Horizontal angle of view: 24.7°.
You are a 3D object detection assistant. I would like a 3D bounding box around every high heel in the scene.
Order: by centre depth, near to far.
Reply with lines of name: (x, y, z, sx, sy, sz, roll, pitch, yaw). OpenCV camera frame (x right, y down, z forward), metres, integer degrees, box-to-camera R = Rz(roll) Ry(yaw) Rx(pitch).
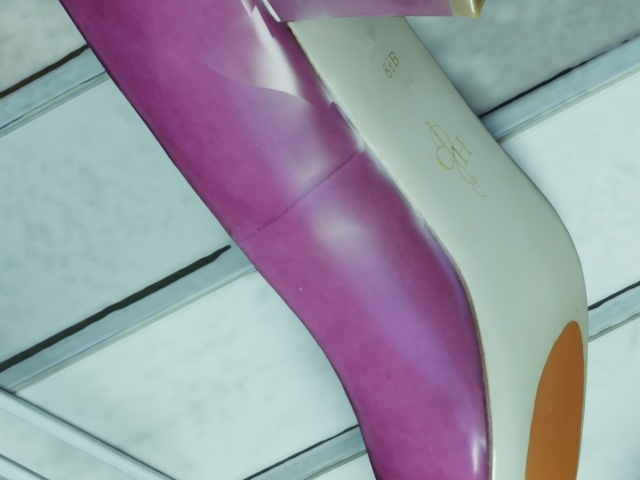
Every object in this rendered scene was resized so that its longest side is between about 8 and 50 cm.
high heel: (0.000, 0.000, 0.576, 0.181, 0.127, 0.377, 3, 117, 26)

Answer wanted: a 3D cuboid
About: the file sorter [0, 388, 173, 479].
file sorter: (-0.137, 0.186, 0.525, 0.193, 0.277, 0.173, 31, 101, -14)
